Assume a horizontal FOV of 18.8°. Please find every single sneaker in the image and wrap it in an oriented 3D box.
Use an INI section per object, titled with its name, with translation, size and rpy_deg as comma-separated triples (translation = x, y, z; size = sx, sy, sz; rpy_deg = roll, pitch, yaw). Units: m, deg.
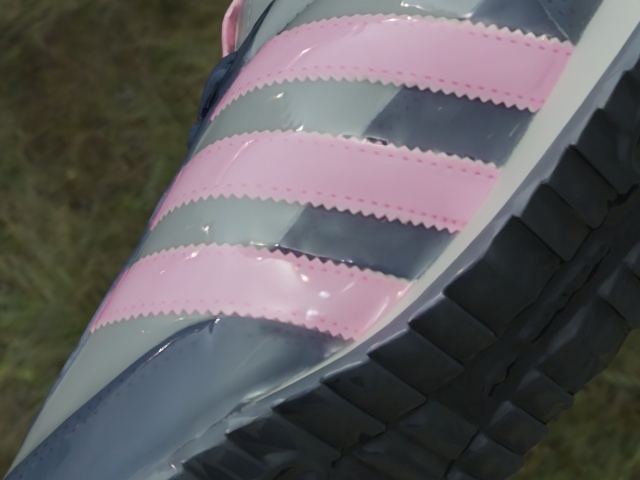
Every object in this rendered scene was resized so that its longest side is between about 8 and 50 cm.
[sneaker]
translation = 0.000, 0.000, 0.499
size = 0.131, 0.319, 0.112
rpy_deg = 40, 172, 38
